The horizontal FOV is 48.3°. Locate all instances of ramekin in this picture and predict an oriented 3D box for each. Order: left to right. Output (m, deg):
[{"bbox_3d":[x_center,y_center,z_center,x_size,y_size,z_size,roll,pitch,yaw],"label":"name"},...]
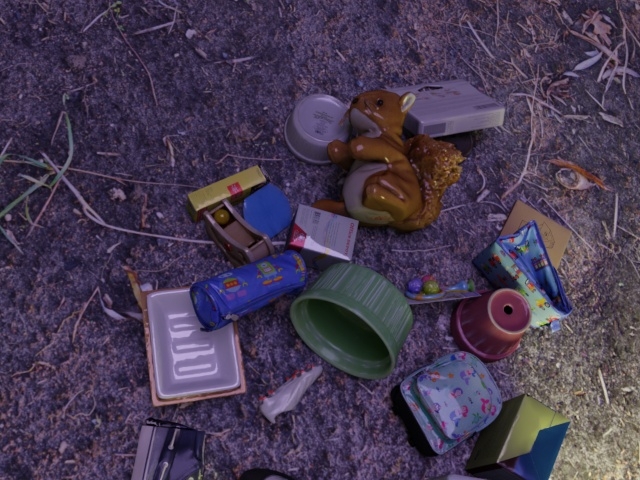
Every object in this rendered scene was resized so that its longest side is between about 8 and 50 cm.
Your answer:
[{"bbox_3d":[0.000,-0.338,2.124,0.207,0.109,0.207,5,67,-12],"label":"ramekin"},{"bbox_3d":[0.087,0.199,1.821,0.303,0.303,0.148,36,57,3],"label":"ramekin"}]

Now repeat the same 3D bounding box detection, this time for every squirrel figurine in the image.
[{"bbox_3d":[0.205,-0.230,2.038,0.396,0.281,0.371,14,72,-27],"label":"squirrel figurine"}]

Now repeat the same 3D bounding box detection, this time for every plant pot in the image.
[{"bbox_3d":[0.482,0.219,1.963,0.201,0.180,0.201,5,68,-11],"label":"plant pot"}]

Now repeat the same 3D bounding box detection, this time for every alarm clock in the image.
[{"bbox_3d":[0.431,-0.304,2.240,0.192,0.064,0.129,3,67,-16],"label":"alarm clock"}]

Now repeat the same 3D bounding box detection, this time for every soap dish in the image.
[{"bbox_3d":[-0.320,0.260,1.791,0.228,0.118,0.291,-6,69,-16],"label":"soap dish"}]

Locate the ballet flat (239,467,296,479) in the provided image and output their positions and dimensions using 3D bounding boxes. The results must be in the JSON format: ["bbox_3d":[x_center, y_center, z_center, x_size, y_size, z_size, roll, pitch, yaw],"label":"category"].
[{"bbox_3d":[-0.062,0.622,1.712,0.280,0.096,0.095,26,65,-1],"label":"ballet flat"}]

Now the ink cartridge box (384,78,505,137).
[{"bbox_3d":[0.385,-0.419,2.251,0.296,0.066,0.261,-12,35,-17],"label":"ink cartridge box"}]

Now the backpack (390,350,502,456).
[{"bbox_3d":[0.339,0.411,1.854,0.253,0.191,0.225,-22,73,-26],"label":"backpack"}]

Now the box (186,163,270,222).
[{"bbox_3d":[-0.257,-0.133,1.990,0.232,0.087,0.058,-25,75,-22],"label":"box"}]

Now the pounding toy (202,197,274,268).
[{"bbox_3d":[-0.228,0.031,1.890,0.155,0.154,0.269,-37,79,-24],"label":"pounding toy"}]

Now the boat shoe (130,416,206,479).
[{"bbox_3d":[-0.354,0.583,1.640,0.158,0.127,0.341,6,66,-3],"label":"boat shoe"}]

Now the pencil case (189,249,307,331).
[{"bbox_3d":[-0.171,0.120,1.764,0.306,0.119,0.133,-21,44,-35],"label":"pencil case"}]

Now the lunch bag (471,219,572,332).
[{"bbox_3d":[0.580,0.125,2.000,0.138,0.221,0.293,-25,78,-13],"label":"lunch bag"}]

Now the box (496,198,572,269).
[{"bbox_3d":[0.658,-0.014,2.191,0.201,0.021,0.164,31,64,2],"label":"box"}]

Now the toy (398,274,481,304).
[{"bbox_3d":[0.309,0.128,1.972,0.237,0.137,0.056,-2,101,-9],"label":"toy"}]

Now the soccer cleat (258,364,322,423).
[{"bbox_3d":[-0.069,0.389,1.831,0.196,0.068,0.076,-32,93,-22],"label":"soccer cleat"}]

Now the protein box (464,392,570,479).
[{"bbox_3d":[0.501,0.526,1.826,0.136,0.201,0.200,32,64,1],"label":"protein box"}]

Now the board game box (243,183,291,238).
[{"bbox_3d":[-0.157,-0.077,2.002,0.168,0.033,0.133,-38,108,-39],"label":"board game box"}]

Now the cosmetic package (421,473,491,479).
[{"bbox_3d":[0.359,0.726,1.603,0.329,0.394,0.328,12,66,-7],"label":"cosmetic package"}]

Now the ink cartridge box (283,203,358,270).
[{"bbox_3d":[0.000,0.000,1.970,0.176,0.127,0.128,16,65,-6],"label":"ink cartridge box"}]
